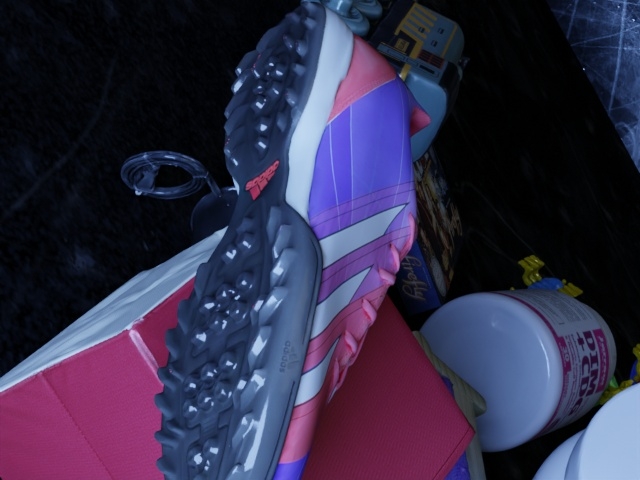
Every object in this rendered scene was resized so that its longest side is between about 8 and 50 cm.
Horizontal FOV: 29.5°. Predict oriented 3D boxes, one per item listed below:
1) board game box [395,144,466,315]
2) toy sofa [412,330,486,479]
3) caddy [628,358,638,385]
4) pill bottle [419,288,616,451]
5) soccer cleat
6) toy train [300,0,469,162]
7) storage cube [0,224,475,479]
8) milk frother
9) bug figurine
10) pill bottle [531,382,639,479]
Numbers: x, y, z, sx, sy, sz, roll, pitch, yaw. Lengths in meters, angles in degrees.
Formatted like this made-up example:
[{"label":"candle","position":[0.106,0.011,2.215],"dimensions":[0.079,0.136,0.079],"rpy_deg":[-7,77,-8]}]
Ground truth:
[{"label":"board game box","position":[0.107,-0.038,1.377],"dimensions":[0.243,0.042,0.165],"rpy_deg":[-59,128,-67]},{"label":"toy sofa","position":[0.044,0.246,0.875],"dimensions":[0.177,0.150,0.363],"rpy_deg":[41,31,-39]},{"label":"caddy","position":[0.510,0.284,1.712],"dimensions":[0.341,0.179,0.241],"rpy_deg":[19,69,-60]},{"label":"pill bottle","position":[0.222,0.133,1.327],"dimensions":[0.283,0.160,0.160],"rpy_deg":[0,63,-62]},{"label":"soccer cleat","position":[0.000,0.014,0.627],"dimensions":[0.116,0.108,0.318],"rpy_deg":[31,46,-26]},{"label":"toy train","position":[0.064,-0.200,1.343],"dimensions":[0.190,0.142,0.334],"rpy_deg":[27,26,1]},{"label":"storage cube","position":[-0.058,0.110,0.738],"dimensions":[0.193,0.183,0.215],"rpy_deg":[57,42,-8]},{"label":"milk frother","position":[-0.093,0.010,0.952],"dimensions":[0.143,0.129,0.135],"rpy_deg":[7,42,-6]},{"label":"bug figurine","position":[0.331,0.135,1.553],"dimensions":[0.279,0.072,0.216],"rpy_deg":[41,33,27]},{"label":"pill bottle","position":[0.250,0.269,0.975],"dimensions":[0.363,0.210,0.210],"rpy_deg":[97,-15,-55]}]
